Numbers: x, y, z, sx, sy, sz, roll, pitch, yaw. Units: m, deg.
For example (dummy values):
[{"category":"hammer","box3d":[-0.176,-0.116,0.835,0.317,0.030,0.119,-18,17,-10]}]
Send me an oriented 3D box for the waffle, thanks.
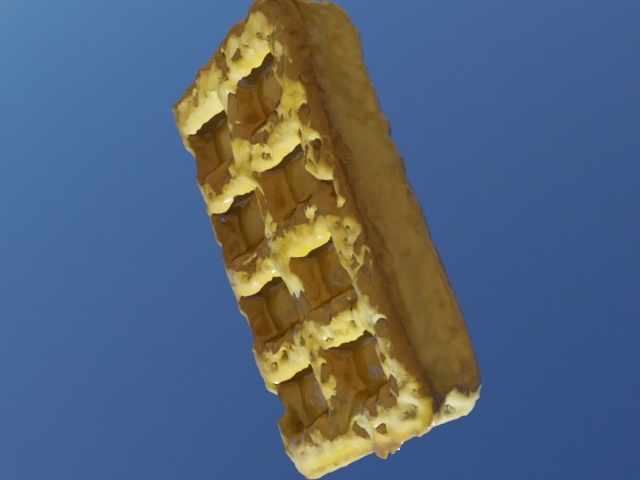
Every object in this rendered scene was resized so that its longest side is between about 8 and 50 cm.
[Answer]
[{"category":"waffle","box3d":[0.000,0.000,0.857,0.057,0.274,0.168,-12,165,-31]}]
